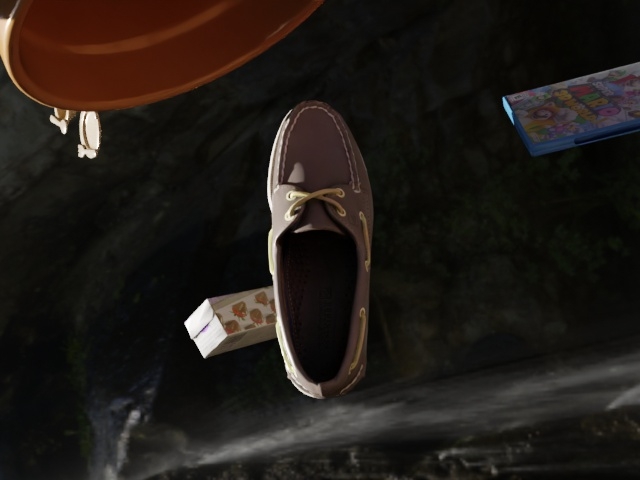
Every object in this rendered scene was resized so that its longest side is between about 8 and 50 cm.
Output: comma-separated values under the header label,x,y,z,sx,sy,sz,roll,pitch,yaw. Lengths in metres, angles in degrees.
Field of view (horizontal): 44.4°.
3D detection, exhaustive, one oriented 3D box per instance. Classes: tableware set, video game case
label,x,y,z,sx,sy,sz,roll,pitch,yaw
tableware set,-0.279,-0.181,0.898,0.020,0.141,0.169,-6,-62,-35
video game case,0.288,-0.142,0.827,0.119,0.166,0.015,-95,-10,-55

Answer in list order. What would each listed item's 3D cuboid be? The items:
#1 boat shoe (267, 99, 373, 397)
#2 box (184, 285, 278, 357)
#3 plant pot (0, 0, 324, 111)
label,x,y,z,sx,sy,sz,roll,pitch,yaw
boat shoe,0.000,0.000,0.819,0.097,0.116,0.325,86,-177,-80
box,-0.067,0.109,1.207,0.324,0.067,0.063,-8,-119,-53
plant pot,-0.135,-0.261,0.593,0.291,0.290,0.204,-12,-109,-61
